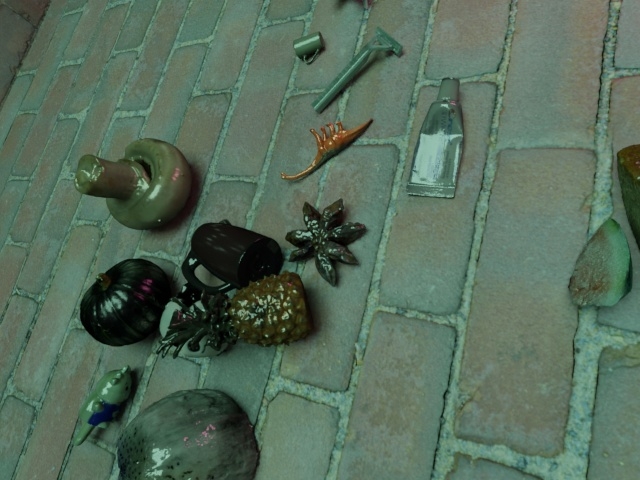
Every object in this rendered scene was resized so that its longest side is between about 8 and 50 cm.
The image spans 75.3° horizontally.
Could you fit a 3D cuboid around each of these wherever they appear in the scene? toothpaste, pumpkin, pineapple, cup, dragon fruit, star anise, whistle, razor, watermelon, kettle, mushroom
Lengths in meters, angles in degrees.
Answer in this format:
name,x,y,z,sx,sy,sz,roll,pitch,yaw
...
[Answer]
name,x,y,z,sx,sy,sz,roll,pitch,yaw
toothpaste,0.273,-0.237,0.953,0.099,0.069,0.282,3,79,57
pumpkin,-0.538,0.159,1.139,0.250,0.216,0.250,-16,40,13
pineapple,-0.191,0.175,0.920,0.341,0.169,0.169,-13,64,-5
cup,-0.033,-0.574,1.231,0.083,0.054,0.074,-13,66,21
dragon fruit,-0.287,0.456,0.898,0.204,0.221,0.283,-36,57,19
star anise,0.011,-0.012,0.994,0.212,0.073,0.196,26,88,30
whistle,-0.587,0.446,1.125,0.092,0.110,0.244,31,86,-2
razor,0.083,-0.458,1.127,0.278,0.056,0.111,-40,60,9
watermelon,0.500,0.046,0.727,0.094,0.081,0.180,14,62,47
kettle,-0.240,0.050,1.063,0.232,0.144,0.202,20,73,37
mushroom,-0.548,-0.183,1.217,0.293,0.290,0.292,-7,74,26

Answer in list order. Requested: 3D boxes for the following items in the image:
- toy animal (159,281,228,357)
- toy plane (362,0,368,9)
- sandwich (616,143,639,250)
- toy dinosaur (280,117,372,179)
name,x,y,z,sx,sy,sz,roll,pitch,yaw
toy animal,-0.304,0.205,1.041,0.179,0.138,0.166,18,98,36
toy plane,0.096,-0.755,1.215,0.174,0.080,0.174,-5,61,9
sandwich,0.580,-0.015,0.678,0.100,0.288,0.254,-18,109,28
toy dinosaur,0.009,-0.252,1.091,0.280,0.055,0.101,-24,85,15
